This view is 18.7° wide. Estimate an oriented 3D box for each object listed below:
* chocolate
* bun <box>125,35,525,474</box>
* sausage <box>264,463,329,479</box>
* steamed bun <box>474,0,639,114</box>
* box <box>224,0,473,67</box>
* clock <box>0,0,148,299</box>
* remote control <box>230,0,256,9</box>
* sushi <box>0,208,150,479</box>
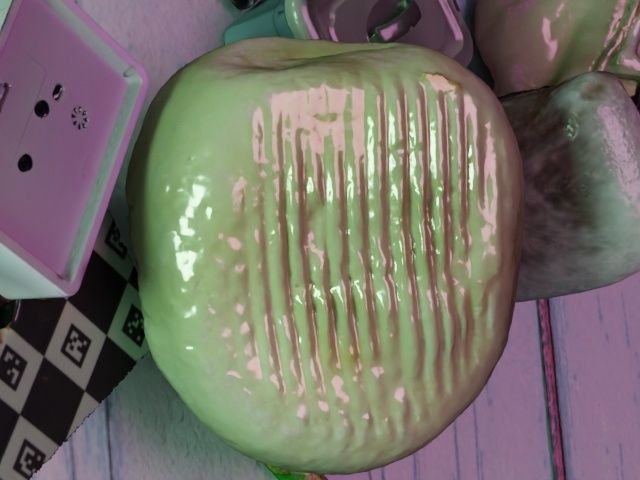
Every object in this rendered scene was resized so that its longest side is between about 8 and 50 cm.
[{"bbox_3d":[0.146,-0.027,1.684,0.100,0.303,0.185,-20,94,-58],"label":"chocolate"},{"bbox_3d":[0.000,0.000,1.554,0.361,0.213,0.361,-2,96,-22],"label":"bun"},{"bbox_3d":[-0.016,0.202,1.649,0.269,0.033,0.033,50,47,-29],"label":"sausage"},{"bbox_3d":[0.316,-0.161,2.009,0.320,0.206,0.275,33,55,-45],"label":"steamed bun"},{"bbox_3d":[0.029,-0.179,1.728,0.227,0.130,0.162,-46,115,-47],"label":"box"},{"bbox_3d":[-0.212,-0.075,1.372,0.150,0.063,0.197,43,52,-42],"label":"clock"},{"bbox_3d":[-0.111,-0.293,1.669,0.212,0.028,0.059,54,46,-26],"label":"remote control"},{"bbox_3d":[-0.253,0.043,1.397,0.290,0.050,0.264,-47,122,-47],"label":"sushi"}]
